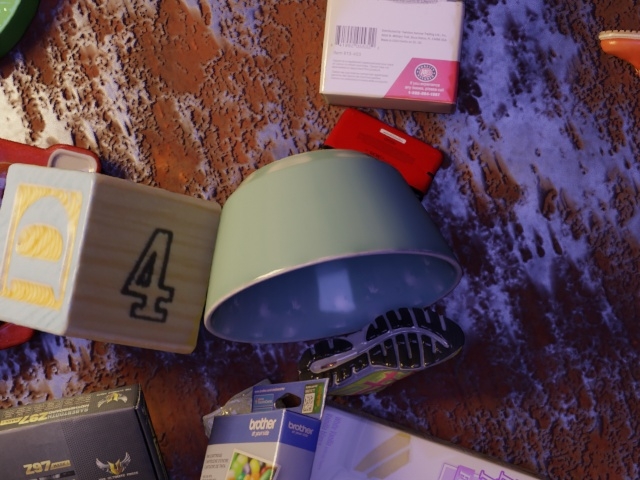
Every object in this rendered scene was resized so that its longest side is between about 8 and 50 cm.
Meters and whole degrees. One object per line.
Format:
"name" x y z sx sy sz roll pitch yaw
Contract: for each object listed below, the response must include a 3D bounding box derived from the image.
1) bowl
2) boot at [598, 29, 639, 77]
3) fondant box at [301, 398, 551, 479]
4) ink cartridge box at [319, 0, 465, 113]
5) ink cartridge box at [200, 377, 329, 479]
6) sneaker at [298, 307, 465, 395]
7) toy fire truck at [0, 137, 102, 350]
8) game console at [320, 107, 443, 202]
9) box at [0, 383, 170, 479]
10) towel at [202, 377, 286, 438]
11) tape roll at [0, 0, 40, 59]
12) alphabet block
"bowl" 0.000 0.000 1.738 0.312 0.311 0.163 -14 70 3
"boot" 0.419 -0.214 1.827 0.158 0.059 0.084 19 93 4
"fondant box" 0.097 0.354 1.777 0.330 0.096 0.238 19 88 -2
"ink cartridge box" 0.096 -0.288 1.833 0.172 0.100 0.237 5 87 5
"ink cartridge box" -0.085 0.310 1.716 0.065 0.186 0.311 23 71 -26
"sneaker" 0.081 0.145 1.809 0.209 0.094 0.081 -15 62 14
"toy fire truck" -0.424 0.008 1.834 0.254 0.169 0.302 12 88 -14
"game console" 0.066 -0.079 1.865 0.144 0.085 0.124 27 57 5
"box" -0.314 0.285 1.804 0.233 0.059 0.183 -11 117 3
"towel" -0.073 0.262 1.845 0.110 0.027 0.148 -34 84 2
"tape roll" -0.524 -0.364 1.899 0.321 0.077 0.321 0 85 4
"alphabet block" -0.264 0.023 1.757 0.192 0.197 0.193 10 88 46
